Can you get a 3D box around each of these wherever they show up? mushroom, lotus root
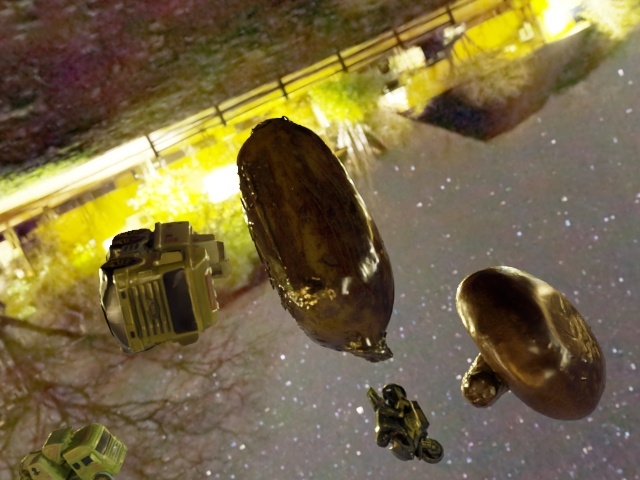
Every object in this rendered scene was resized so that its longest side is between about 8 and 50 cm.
[{"bbox_3d":[0.430,0.202,1.365,0.239,0.345,0.345,-20,-169,40],"label":"mushroom"},{"bbox_3d":[0.000,0.000,1.007,0.179,0.397,0.196,-26,169,15],"label":"lotus root"}]

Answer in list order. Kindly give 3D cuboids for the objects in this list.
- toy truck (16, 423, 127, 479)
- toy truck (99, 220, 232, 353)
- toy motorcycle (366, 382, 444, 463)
[{"bbox_3d":[-0.437,0.382,1.149,0.191,0.116,0.085,-30,-161,10],"label":"toy truck"},{"bbox_3d":[-0.308,0.073,1.373,0.254,0.180,0.405,-14,-165,-8],"label":"toy truck"},{"bbox_3d":[0.154,0.368,1.341,0.124,0.193,0.061,-9,137,-29],"label":"toy motorcycle"}]
